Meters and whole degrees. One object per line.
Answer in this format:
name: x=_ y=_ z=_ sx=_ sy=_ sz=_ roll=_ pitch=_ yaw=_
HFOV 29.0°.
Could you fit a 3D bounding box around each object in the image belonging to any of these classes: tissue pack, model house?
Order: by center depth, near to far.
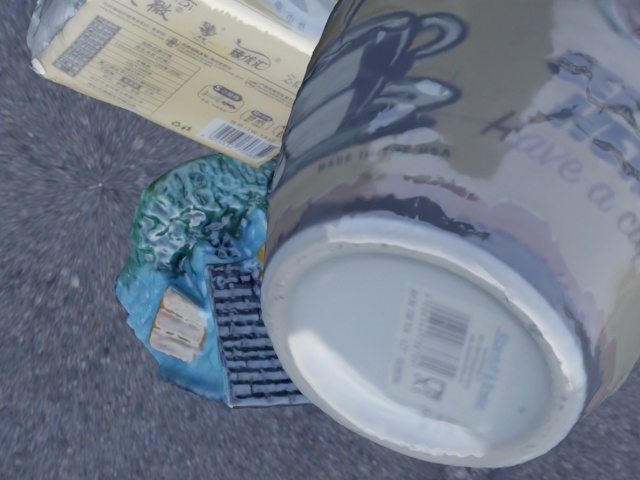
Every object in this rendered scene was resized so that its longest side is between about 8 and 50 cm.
tissue pack: x=-0.089 y=-0.156 z=0.938 sx=0.222 sy=0.186 sz=0.090 roll=23 pitch=50 yaw=-27
model house: x=-0.038 y=0.069 z=1.230 sx=0.261 sy=0.241 sz=0.226 roll=1 pitch=127 yaw=-36

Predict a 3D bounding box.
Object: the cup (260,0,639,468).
cup: x=0.079 y=-0.005 z=0.603 sx=0.227 sy=0.301 sz=0.257 roll=17 pitch=47 yaw=18
